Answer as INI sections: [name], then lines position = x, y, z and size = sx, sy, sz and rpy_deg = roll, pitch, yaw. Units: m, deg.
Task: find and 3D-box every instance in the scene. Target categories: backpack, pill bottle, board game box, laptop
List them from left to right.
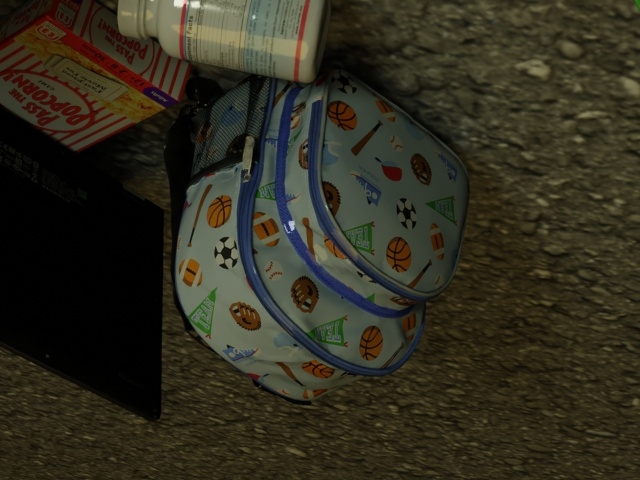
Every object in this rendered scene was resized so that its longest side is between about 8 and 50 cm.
[laptop]
position = -0.365, -0.018, 1.297
size = 0.236, 0.408, 0.382
rpy_deg = -36, 130, 28
[board game box]
position = -0.235, -0.152, 1.256
size = 0.146, 0.045, 0.193
rpy_deg = 31, 148, -31
[pill bottle]
position = -0.075, -0.180, 1.087
size = 0.160, 0.087, 0.087
rpy_deg = 11, 153, 4
[backpack]
position = 0.000, 0.000, 1.206
size = 0.276, 0.263, 0.213
rpy_deg = 30, 148, -28

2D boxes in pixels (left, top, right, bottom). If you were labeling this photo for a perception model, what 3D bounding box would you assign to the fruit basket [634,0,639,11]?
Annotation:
[fruit basket]
position = 0.088, -0.257, 0.713
size = 0.392, 0.283, 0.392
rpy_deg = -3, 142, -2
